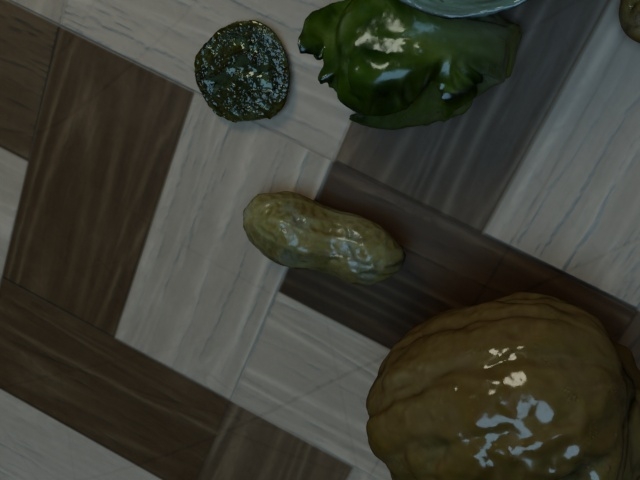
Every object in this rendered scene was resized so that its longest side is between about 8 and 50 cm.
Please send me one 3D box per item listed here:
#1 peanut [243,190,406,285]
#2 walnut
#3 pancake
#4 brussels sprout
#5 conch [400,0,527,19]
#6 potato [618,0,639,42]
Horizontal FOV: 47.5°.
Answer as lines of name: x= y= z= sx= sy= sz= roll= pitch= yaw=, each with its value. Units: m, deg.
peanut: x=0.000 y=0.000 z=0.737 sx=0.174 sy=0.080 sz=0.080 roll=17 pitch=113 yaw=12
walnut: x=0.165 y=0.166 z=0.673 sx=0.257 sy=0.257 sz=0.224 roll=-35 pitch=128 yaw=25
pancake: x=-0.079 y=-0.170 z=0.735 sx=0.108 sy=0.017 sz=0.108 roll=6 pitch=108 yaw=18
brussels sprout: x=0.080 y=-0.172 z=0.648 sx=0.181 sy=0.100 sz=0.139 roll=2 pitch=90 yaw=28
conch: x=0.134 y=-0.263 z=0.569 sx=0.221 sy=0.121 sz=0.185 roll=2 pitch=82 yaw=16
potato: x=0.290 y=-0.187 z=0.597 sx=0.083 sy=0.062 sz=0.068 roll=25 pitch=132 yaw=-16
